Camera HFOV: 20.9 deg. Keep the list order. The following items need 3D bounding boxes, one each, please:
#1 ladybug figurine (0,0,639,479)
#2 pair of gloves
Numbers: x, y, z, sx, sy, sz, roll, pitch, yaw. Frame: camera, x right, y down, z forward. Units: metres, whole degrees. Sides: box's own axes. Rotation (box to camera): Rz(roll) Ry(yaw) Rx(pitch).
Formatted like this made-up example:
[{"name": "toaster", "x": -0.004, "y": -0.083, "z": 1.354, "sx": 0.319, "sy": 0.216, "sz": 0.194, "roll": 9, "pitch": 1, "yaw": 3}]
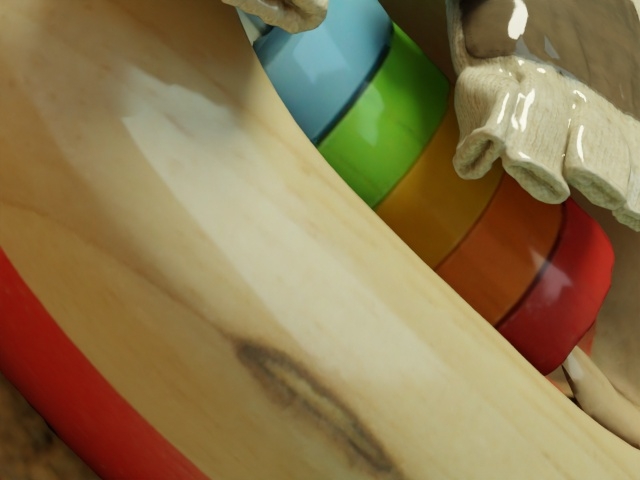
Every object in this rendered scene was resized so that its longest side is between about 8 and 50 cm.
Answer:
[{"name": "ladybug figurine", "x": 0.000, "y": 0.000, "z": 0.614, "sx": 0.449, "sy": 0.162, "sz": 0.305, "roll": 45, "pitch": 33, "yaw": -13}, {"name": "pair of gloves", "x": 0.025, "y": -0.111, "z": 0.560, "sx": 0.240, "sy": 0.042, "sz": 0.204, "roll": 27, "pitch": 43, "yaw": -33}]
